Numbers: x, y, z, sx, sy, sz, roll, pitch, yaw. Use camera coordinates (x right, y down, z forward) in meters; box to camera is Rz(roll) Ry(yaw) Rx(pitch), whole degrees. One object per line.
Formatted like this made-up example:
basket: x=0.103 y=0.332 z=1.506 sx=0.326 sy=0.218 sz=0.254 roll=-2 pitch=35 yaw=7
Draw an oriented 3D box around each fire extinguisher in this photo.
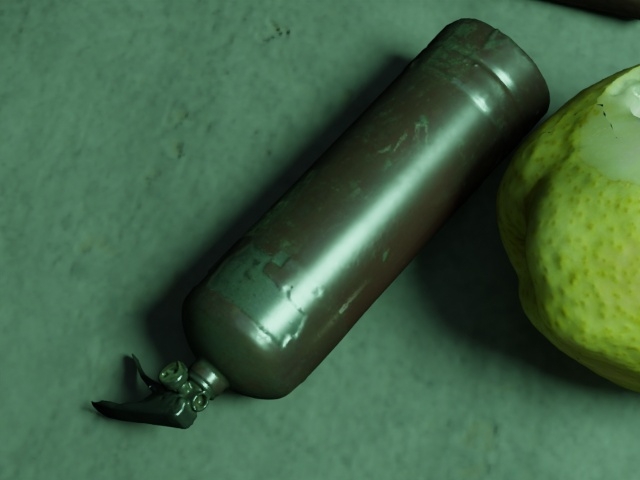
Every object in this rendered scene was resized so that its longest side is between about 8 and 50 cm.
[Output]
fire extinguisher: x=0.000 y=0.000 z=0.742 sx=0.268 sy=0.072 sz=0.089 roll=-47 pitch=41 yaw=-17

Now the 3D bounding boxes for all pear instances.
pear: x=0.168 y=-0.005 z=0.693 sx=0.178 sy=0.178 sz=0.178 roll=0 pitch=68 yaw=-1

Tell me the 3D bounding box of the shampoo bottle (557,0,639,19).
shampoo bottle: x=0.080 y=-0.183 z=0.814 sx=0.236 sy=0.067 sz=0.068 roll=16 pitch=78 yaw=5
